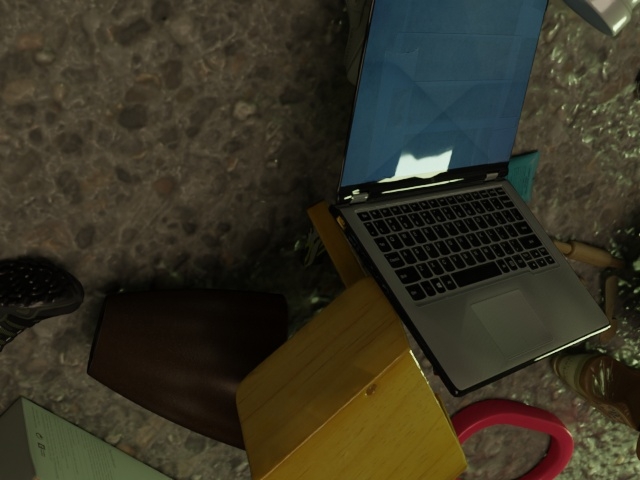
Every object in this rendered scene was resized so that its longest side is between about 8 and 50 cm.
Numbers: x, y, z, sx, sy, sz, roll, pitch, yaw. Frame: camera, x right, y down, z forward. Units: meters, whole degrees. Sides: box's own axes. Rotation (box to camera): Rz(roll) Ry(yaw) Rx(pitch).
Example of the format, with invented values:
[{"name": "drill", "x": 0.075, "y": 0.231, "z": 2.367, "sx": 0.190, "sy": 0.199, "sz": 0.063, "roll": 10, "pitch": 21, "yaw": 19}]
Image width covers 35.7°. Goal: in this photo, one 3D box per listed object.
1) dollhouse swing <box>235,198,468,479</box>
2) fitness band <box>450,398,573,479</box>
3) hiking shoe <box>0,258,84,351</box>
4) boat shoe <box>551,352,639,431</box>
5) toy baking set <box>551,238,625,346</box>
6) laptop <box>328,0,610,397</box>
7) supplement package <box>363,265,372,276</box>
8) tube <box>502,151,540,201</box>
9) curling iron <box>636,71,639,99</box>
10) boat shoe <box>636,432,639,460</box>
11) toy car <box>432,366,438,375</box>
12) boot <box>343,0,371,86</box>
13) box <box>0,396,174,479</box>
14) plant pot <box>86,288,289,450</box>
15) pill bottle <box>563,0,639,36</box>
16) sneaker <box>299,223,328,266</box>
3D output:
[{"name": "dollhouse swing", "x": 0.001, "y": 0.181, "z": 1.281, "sx": 0.315, "sy": 0.305, "sz": 0.347, "roll": -40, "pitch": 143, "yaw": -8}, {"name": "fitness band", "x": 0.320, "y": 0.381, "z": 1.759, "sx": 0.290, "sy": 0.054, "sz": 0.209, "roll": 18, "pitch": 110, "yaw": -32}, {"name": "hiking shoe", "x": -0.412, "y": 0.095, "z": 1.258, "sx": 0.226, "sy": 0.086, "sz": 0.114, "roll": -8, "pitch": 137, "yaw": -12}, {"name": "boat shoe", "x": 0.517, "y": 0.258, "z": 1.751, "sx": 0.285, "sy": 0.089, "sz": 0.105, "roll": 34, "pitch": 79, "yaw": -38}, {"name": "toy baking set", "x": 0.408, "y": 0.090, "z": 1.627, "sx": 0.256, "sy": 0.030, "sz": 0.197, "roll": 10, "pitch": 119, "yaw": -27}, {"name": "laptop", "x": 0.222, "y": -0.082, "z": 1.194, "sx": 0.382, "sy": 0.408, "sz": 0.236, "roll": -12, "pitch": 153, "yaw": -48}, {"name": "supplement package", "x": 0.172, "y": 0.037, "z": 1.441, "sx": 0.179, "sy": 0.105, "sz": 0.105, "roll": 9, "pitch": 115, "yaw": -27}, {"name": "tube", "x": 0.228, "y": -0.079, "z": 1.431, "sx": 0.207, "sy": 0.052, "sz": 0.080, "roll": -9, "pitch": 126, "yaw": -24}, {"name": "curling iron", "x": 0.575, "y": -0.295, "z": 1.445, "sx": 0.274, "sy": 0.035, "sz": 0.068, "roll": -38, "pitch": 127, "yaw": 3}, {"name": "boat shoe", "x": 0.675, "y": 0.253, "z": 1.733, "sx": 0.123, "sy": 0.123, "sz": 0.342, "roll": 28, "pitch": 87, "yaw": -47}, {"name": "toy car", "x": 0.163, "y": 0.202, "z": 1.597, "sx": 0.122, "sy": 0.060, "sz": 0.040, "roll": -22, "pitch": 173, "yaw": 11}, {"name": "boot", "x": 0.055, "y": -0.310, "z": 1.192, "sx": 0.095, "sy": 0.123, "sz": 0.258, "roll": -47, "pitch": 170, "yaw": -43}, {"name": "box", "x": -0.355, "y": 0.415, "z": 1.417, "sx": 0.215, "sy": 0.168, "sz": 0.345, "roll": -44, "pitch": 127, "yaw": 8}, {"name": "plant pot", "x": -0.184, "y": 0.151, "z": 1.319, "sx": 0.230, "sy": 0.215, "sz": 0.215, "roll": 14, "pitch": 115, "yaw": -14}, {"name": "pill bottle", "x": 0.412, "y": -0.396, "z": 1.240, "sx": 0.153, "sy": 0.153, "sz": 0.265, "roll": 33, "pitch": 104, "yaw": -35}, {"name": "sneaker", "x": 0.000, "y": 0.000, "z": 1.396, "sx": 0.035, "sy": 0.031, "sz": 0.083, "roll": 6, "pitch": 123, "yaw": -41}]
